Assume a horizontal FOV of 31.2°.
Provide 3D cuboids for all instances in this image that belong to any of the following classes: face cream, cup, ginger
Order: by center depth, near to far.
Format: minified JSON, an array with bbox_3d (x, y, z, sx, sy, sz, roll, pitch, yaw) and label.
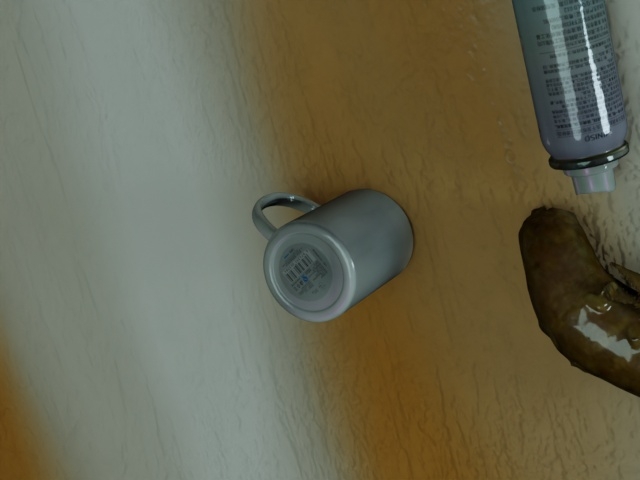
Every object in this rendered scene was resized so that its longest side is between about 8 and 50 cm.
[{"bbox_3d":[0.206,-0.149,0.950,0.075,0.075,0.229,-5,106,31],"label":"face cream"},{"bbox_3d":[0.299,0.080,0.975,0.309,0.107,0.133,19,132,26],"label":"ginger"},{"bbox_3d":[0.002,0.010,1.097,0.136,0.133,0.099,7,109,27],"label":"cup"}]
